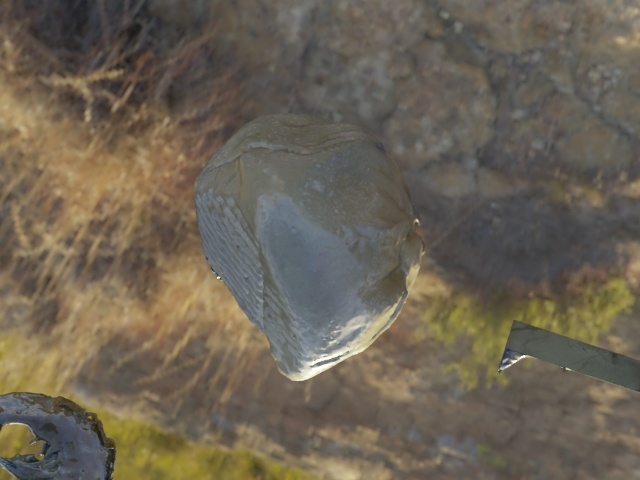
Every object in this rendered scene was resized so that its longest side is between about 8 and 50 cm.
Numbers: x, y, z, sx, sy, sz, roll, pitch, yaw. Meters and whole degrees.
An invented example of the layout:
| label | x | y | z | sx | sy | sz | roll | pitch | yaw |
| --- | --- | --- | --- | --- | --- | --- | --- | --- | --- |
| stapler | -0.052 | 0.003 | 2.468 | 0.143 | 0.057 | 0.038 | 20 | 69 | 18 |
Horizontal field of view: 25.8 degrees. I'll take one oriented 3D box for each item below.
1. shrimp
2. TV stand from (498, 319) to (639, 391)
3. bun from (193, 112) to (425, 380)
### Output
| label | x | y | z | sx | sy | sz | roll | pitch | yaw |
| --- | --- | --- | --- | --- | --- | --- | --- | --- | --- |
| shrimp | -0.334 | 0.250 | 1.447 | 0.058 | 0.253 | 0.173 | -148 | 41 | -69 |
| TV stand | 0.284 | 0.132 | 1.217 | 0.256 | 0.049 | 0.040 | 18 | 124 | 8 |
| bun | -0.001 | -0.011 | 1.470 | 0.281 | 0.205 | 0.281 | 48 | 156 | 30 |
